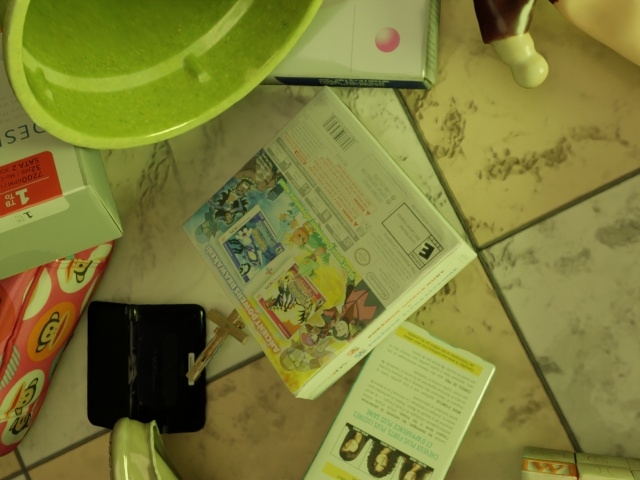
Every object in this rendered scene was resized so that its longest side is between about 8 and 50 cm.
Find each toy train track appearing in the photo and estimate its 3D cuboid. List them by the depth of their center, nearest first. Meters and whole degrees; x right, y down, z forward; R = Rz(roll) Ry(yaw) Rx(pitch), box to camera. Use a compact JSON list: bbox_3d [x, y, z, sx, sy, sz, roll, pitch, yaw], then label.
[{"bbox_3d":[-0.095,0.096,0.846,0.048,0.014,0.083,34,84,20],"label":"toy train track"}]

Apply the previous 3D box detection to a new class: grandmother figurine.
[{"bbox_3d":[0.200,-0.217,0.703,0.342,0.104,0.207,32,92,1],"label":"grandmother figurine"}]

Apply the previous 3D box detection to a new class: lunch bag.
[{"bbox_3d":[-0.362,0.043,0.870,0.258,0.120,0.293,26,94,16],"label":"lunch bag"}]

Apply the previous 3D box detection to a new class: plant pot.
[{"bbox_3d":[-0.166,-0.256,0.690,0.276,0.276,0.254,-44,68,10],"label":"plant pot"}]

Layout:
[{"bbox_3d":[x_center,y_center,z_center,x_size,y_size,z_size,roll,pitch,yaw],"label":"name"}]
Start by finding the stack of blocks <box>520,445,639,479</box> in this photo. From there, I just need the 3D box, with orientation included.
[{"bbox_3d":[0.304,0.272,0.716,0.297,0.087,0.171,4,91,14],"label":"stack of blocks"}]

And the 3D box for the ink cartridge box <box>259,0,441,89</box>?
[{"bbox_3d":[-0.051,-0.306,0.811,0.324,0.071,0.329,4,93,14],"label":"ink cartridge box"}]

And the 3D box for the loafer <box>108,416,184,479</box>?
[{"bbox_3d":[-0.107,0.271,0.816,0.092,0.102,0.268,-24,99,-5],"label":"loafer"}]

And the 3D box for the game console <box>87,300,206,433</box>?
[{"bbox_3d":[-0.168,0.120,0.871,0.107,0.071,0.122,0,91,-16],"label":"game console"}]

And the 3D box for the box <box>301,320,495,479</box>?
[{"bbox_3d":[0.046,0.192,0.744,0.101,0.060,0.244,26,71,12],"label":"box"}]

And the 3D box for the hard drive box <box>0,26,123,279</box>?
[{"bbox_3d":[-0.287,-0.086,0.761,0.181,0.089,0.232,-21,63,-4],"label":"hard drive box"}]

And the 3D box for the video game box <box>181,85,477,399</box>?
[{"bbox_3d":[0.000,0.000,0.778,0.187,0.048,0.205,-42,60,9],"label":"video game box"}]
